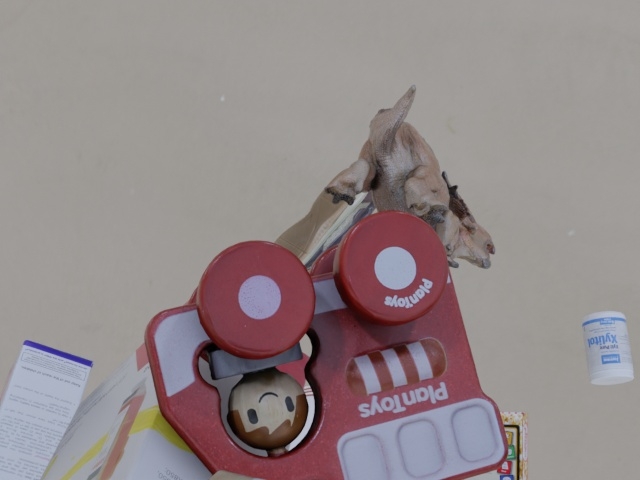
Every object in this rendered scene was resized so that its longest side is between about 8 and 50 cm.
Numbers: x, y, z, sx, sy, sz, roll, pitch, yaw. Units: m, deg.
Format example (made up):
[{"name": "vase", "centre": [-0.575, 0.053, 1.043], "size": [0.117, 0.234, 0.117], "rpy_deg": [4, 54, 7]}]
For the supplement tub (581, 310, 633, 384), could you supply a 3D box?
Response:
[{"name": "supplement tub", "centre": [0.460, 0.172, 1.533], "size": [0.070, 0.071, 0.107], "rpy_deg": [3, 68, -15]}]

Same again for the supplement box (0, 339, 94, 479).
[{"name": "supplement box", "centre": [-0.426, 0.277, 1.405], "size": [0.113, 0.111, 0.220], "rpy_deg": [21, 50, -18]}]

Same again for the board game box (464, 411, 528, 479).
[{"name": "board game box", "centre": [0.270, 0.380, 1.593], "size": [0.146, 0.045, 0.194], "rpy_deg": [-1, 80, 22]}]

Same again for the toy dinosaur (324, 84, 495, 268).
[{"name": "toy dinosaur", "centre": [0.095, -0.057, 1.023], "size": [0.127, 0.296, 0.200], "rpy_deg": [-4, 38, 20]}]

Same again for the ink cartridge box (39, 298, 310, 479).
[{"name": "ink cartridge box", "centre": [-0.180, 0.266, 0.972], "size": [0.160, 0.279, 0.385], "rpy_deg": [41, 28, -15]}]

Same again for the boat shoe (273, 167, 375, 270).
[{"name": "boat shoe", "centre": [0.000, 0.000, 1.702], "size": [0.285, 0.103, 0.092], "rpy_deg": [-50, 127, 3]}]

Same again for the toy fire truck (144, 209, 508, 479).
[{"name": "toy fire truck", "centre": [0.006, 0.125, 0.871], "size": [0.302, 0.169, 0.254], "rpy_deg": [-13, 81, -16]}]

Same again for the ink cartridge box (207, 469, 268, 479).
[{"name": "ink cartridge box", "centre": [-0.007, 0.217, 0.479], "size": [0.193, 0.234, 0.088], "rpy_deg": [-34, 122, -54]}]

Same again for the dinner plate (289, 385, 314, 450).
[{"name": "dinner plate", "centre": [-0.019, 0.299, 1.532], "size": [0.141, 0.017, 0.141], "rpy_deg": [-3, 97, -23]}]
